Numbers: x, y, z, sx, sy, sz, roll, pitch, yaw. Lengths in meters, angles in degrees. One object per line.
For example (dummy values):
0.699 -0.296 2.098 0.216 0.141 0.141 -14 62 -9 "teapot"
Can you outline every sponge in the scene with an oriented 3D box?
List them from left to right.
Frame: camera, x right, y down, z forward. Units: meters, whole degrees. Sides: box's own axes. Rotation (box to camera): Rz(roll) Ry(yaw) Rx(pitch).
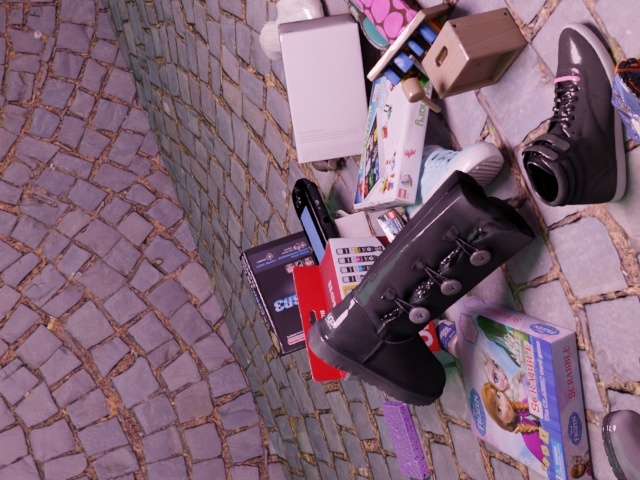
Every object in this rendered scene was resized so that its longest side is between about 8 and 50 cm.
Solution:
0.230 0.544 2.436 0.117 0.031 0.210 -16 93 67 "sponge"

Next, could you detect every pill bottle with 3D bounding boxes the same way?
0.292 0.218 2.009 0.120 0.067 0.067 27 131 59 "pill bottle"

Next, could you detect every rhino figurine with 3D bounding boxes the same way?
-0.010 -0.289 2.309 0.106 0.073 0.243 -26 82 64 "rhino figurine"

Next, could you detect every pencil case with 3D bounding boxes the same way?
0.141 -0.474 1.817 0.209 0.095 0.098 55 136 30 "pencil case"

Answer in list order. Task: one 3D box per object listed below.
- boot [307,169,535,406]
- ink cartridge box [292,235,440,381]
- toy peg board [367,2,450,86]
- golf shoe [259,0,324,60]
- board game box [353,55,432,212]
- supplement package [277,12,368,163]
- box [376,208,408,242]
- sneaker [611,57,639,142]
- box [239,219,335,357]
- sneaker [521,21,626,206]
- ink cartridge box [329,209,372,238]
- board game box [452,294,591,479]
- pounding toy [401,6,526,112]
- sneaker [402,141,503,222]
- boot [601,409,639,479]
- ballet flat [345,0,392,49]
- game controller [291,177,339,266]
0.243 0.109 1.749 0.445 0.367 0.146 -50 40 19 "boot"
0.097 0.154 2.048 0.130 0.271 0.309 110 152 -56 "ink cartridge box"
0.189 -0.352 1.675 0.079 0.160 0.161 44 120 4 "toy peg board"
-0.069 -0.511 2.232 0.140 0.115 0.306 64 157 9 "golf shoe"
0.152 -0.217 1.852 0.193 0.053 0.305 172 109 -67 "board game box"
0.010 -0.348 2.026 0.177 0.175 0.293 -100 1 -68 "supplement package"
0.201 0.028 1.942 0.159 0.044 0.233 63 -170 16 "box"
0.494 -0.160 1.286 0.087 0.083 0.221 90 160 -65 "sneaker"
-0.028 0.123 2.369 0.293 0.295 0.073 68 159 12 "box"
0.386 -0.186 1.400 0.104 0.146 0.296 13 117 66 "sneaker"
0.074 -0.010 2.302 0.092 0.090 0.143 -13 94 67 "ink cartridge box"
0.404 0.300 1.818 0.318 0.066 0.319 19 123 62 "board game box"
0.226 -0.313 1.588 0.094 0.206 0.181 65 156 16 "pounding toy"
0.233 -0.135 1.794 0.150 0.135 0.366 62 155 10 "sneaker"
0.607 0.384 1.381 0.338 0.118 0.223 57 142 11 "boot"
0.110 -0.478 1.929 0.188 0.070 0.070 65 156 20 "ballet flat"
0.000 0.000 2.274 0.319 0.067 0.166 68 157 13 "game controller"
